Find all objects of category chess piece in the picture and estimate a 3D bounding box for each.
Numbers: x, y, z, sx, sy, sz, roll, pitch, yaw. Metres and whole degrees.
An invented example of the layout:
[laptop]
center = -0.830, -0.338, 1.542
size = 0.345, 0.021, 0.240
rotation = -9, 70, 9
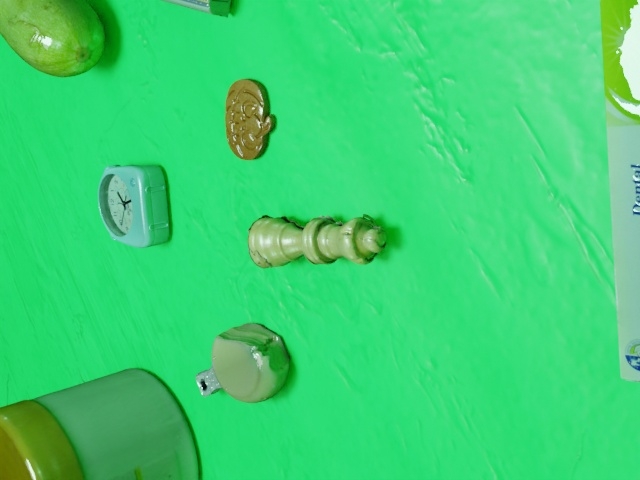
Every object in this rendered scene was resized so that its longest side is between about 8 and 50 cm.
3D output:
[chess piece]
center = -0.001, 0.000, 0.879
size = 0.172, 0.060, 0.060
rotation = -2, 99, 45

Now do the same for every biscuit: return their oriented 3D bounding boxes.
[biscuit]
center = -0.080, -0.134, 0.954
size = 0.078, 0.015, 0.091
rotation = 15, 112, 44

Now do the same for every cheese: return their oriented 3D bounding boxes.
[cheese]
center = -0.103, 0.148, 1.031
size = 0.171, 0.048, 0.092
rotation = -5, 96, 48

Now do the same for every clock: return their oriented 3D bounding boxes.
[clock]
center = -0.260, -0.051, 1.146
size = 0.147, 0.045, 0.108
rotation = 10, 107, 46

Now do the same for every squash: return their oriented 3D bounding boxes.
[squash]
center = -0.414, -0.340, 1.179
size = 0.370, 0.118, 0.118
rotation = 45, 129, 31

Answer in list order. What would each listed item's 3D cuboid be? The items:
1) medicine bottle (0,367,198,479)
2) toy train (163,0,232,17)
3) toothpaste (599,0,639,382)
[medicine bottle]
center = -0.323, 0.317, 1.175
size = 0.238, 0.232, 0.237
rotation = 14, 110, 45
[toy train]
center = -0.213, -0.306, 0.974
size = 0.252, 0.048, 0.055
rotation = 20, 114, 24
[toothpaste]
center = 0.249, -0.064, 0.587
size = 0.081, 0.067, 0.336
rotation = 4, 103, 49
